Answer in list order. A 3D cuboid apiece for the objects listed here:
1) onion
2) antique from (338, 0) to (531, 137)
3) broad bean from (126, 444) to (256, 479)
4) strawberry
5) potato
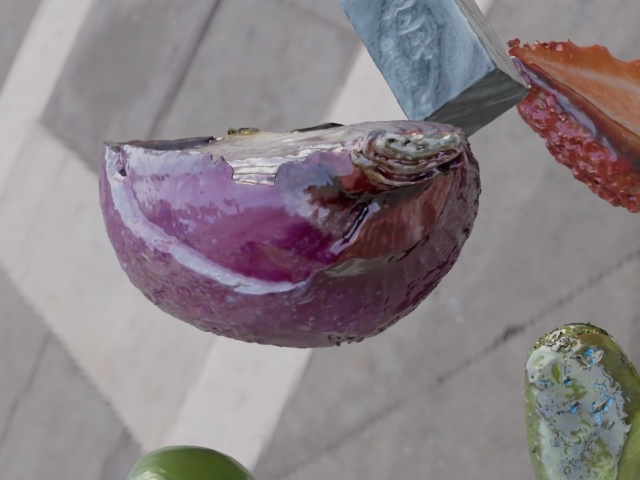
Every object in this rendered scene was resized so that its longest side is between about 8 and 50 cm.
[{"bbox_3d":[0.000,0.000,1.355,0.348,0.267,0.159,-166,70,-71],"label":"onion"},{"bbox_3d":[0.084,-0.179,1.653,0.088,0.086,0.183,-36,67,16],"label":"antique"},{"bbox_3d":[-0.052,0.196,1.183,0.228,0.169,0.100,20,103,30],"label":"broad bean"},{"bbox_3d":[0.263,-0.101,1.917,0.098,0.228,0.174,-48,40,42],"label":"strawberry"},{"bbox_3d":[0.220,0.168,1.700,0.119,0.054,0.198,-3,86,35],"label":"potato"}]
